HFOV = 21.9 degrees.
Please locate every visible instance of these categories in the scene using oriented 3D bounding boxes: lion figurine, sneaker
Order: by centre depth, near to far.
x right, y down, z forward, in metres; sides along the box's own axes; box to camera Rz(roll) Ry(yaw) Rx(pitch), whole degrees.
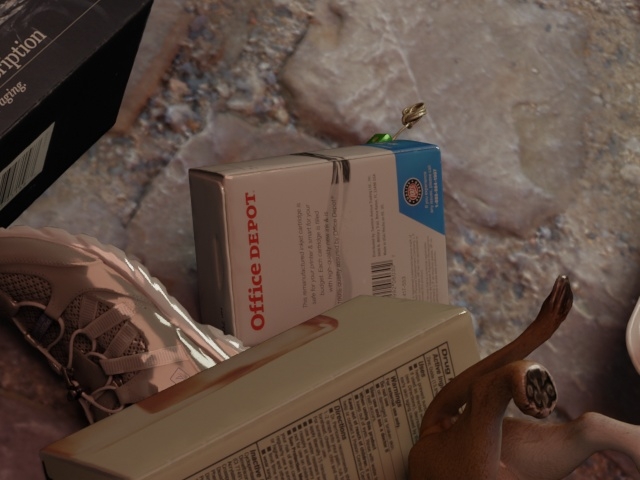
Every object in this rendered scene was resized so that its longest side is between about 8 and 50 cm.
[{"bbox_3d":[0.138,0.232,1.104,0.142,0.240,0.392,-8,83,-34],"label":"lion figurine"},{"bbox_3d":[-0.152,0.089,1.227,0.281,0.105,0.115,31,54,0],"label":"sneaker"}]

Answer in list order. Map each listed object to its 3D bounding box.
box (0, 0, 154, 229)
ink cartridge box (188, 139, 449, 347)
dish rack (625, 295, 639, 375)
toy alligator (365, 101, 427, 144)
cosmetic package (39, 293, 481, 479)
[{"bbox_3d":[-0.359,-0.132,1.246,0.312,0.179,0.343,36,54,5],"label":"box"},{"bbox_3d":[0.000,0.000,1.316,0.191,0.082,0.139,-8,102,-23],"label":"ink cartridge box"},{"bbox_3d":[0.429,0.048,1.391,0.285,0.072,0.333,32,51,2],"label":"dish rack"},{"bbox_3d":[0.039,-0.052,1.424,0.190,0.056,0.051,-39,118,-34],"label":"toy alligator"},{"bbox_3d":[-0.027,0.160,1.154,0.296,0.129,0.153,-22,108,-34],"label":"cosmetic package"}]
